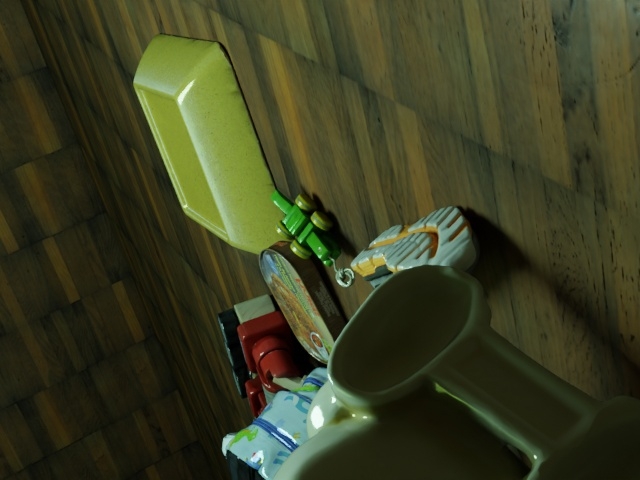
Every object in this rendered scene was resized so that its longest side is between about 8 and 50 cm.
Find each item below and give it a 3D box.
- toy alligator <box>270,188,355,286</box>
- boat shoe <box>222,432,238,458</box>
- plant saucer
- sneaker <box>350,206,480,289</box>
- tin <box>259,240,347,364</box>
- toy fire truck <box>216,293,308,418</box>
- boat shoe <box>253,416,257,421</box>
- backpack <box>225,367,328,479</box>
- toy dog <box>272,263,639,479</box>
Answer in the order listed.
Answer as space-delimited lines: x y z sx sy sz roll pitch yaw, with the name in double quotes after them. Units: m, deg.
0.000 0.000 1.234 0.051 0.056 0.189 19 -156 -49 "toy alligator"
-0.048 0.351 1.569 0.302 0.109 0.094 22 -116 -56 "boat shoe"
-0.177 -0.134 1.497 0.333 0.081 0.332 28 142 62 "plant saucer"
0.103 0.027 0.941 0.083 0.084 0.215 52 167 -7 "sneaker"
-0.020 0.086 1.388 0.189 0.040 0.106 62 156 -13 "tin"
-0.041 0.225 1.551 0.217 0.159 0.246 83 165 -45 "toy fire truck"
-0.056 0.356 1.859 0.223 0.080 0.073 31 138 51 "boat shoe"
0.016 0.344 1.358 0.290 0.273 0.355 36 175 44 "backpack"
0.098 0.302 0.824 0.285 0.395 0.408 26 140 26 "toy dog"
